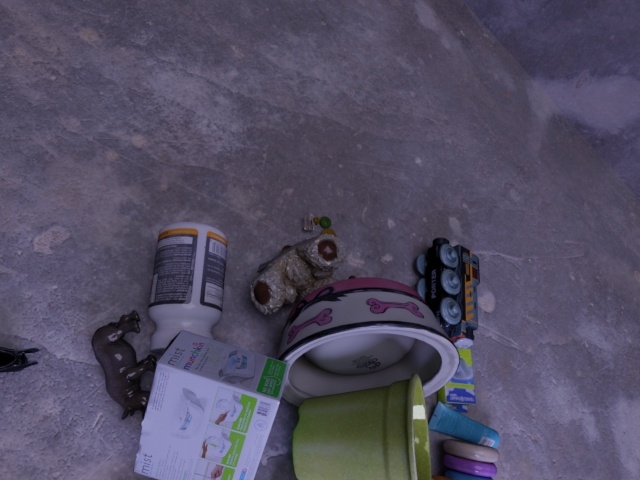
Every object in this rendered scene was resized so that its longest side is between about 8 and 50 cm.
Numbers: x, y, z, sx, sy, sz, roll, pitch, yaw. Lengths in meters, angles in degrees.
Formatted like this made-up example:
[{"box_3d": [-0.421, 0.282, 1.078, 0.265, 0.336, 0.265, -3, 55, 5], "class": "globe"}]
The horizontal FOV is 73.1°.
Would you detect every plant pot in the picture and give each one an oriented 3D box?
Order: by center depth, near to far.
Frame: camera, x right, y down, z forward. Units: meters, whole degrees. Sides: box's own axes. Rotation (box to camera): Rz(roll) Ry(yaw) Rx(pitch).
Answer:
[{"box_3d": [0.087, 0.423, 0.900, 0.253, 0.276, 0.277, -6, 66, 17], "class": "plant pot"}]

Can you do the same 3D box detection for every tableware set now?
[{"box_3d": [0.000, 0.000, 1.245, 0.103, 0.024, 0.154, 1, 68, -28], "class": "tableware set"}]

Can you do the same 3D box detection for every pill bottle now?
[{"box_3d": [-0.299, 0.111, 0.977, 0.162, 0.162, 0.279, 9, 66, -21], "class": "pill bottle"}]

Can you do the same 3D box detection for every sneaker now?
[{"box_3d": [-0.629, 0.227, 0.820, 0.170, 0.089, 0.051, 5, 67, -23], "class": "sneaker"}]

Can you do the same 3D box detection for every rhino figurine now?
[{"box_3d": [-0.403, 0.278, 0.912, 0.106, 0.073, 0.244, -22, 81, -14], "class": "rhino figurine"}]

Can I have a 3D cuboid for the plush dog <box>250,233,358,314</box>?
[{"box_3d": [-0.026, 0.122, 1.114, 0.262, 0.210, 0.226, -34, 101, -2], "class": "plush dog"}]

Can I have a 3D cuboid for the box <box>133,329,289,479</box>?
[{"box_3d": [-0.210, 0.343, 0.835, 0.230, 0.262, 0.127, 17, 18, 0], "class": "box"}]

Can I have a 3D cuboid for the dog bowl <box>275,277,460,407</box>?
[{"box_3d": [0.093, 0.244, 0.985, 0.407, 0.408, 0.151, 13, 42, -19], "class": "dog bowl"}]

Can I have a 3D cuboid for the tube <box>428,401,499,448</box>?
[{"box_3d": [0.398, 0.521, 1.199, 0.206, 0.052, 0.080, 26, 81, -12], "class": "tube"}]

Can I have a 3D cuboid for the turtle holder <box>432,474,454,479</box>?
[{"box_3d": [0.249, 0.688, 0.954, 0.243, 0.227, 0.321, 8, 89, -22], "class": "turtle holder"}]

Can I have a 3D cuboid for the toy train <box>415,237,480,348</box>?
[{"box_3d": [0.391, 0.156, 1.291, 0.190, 0.142, 0.334, 24, 56, -25], "class": "toy train"}]

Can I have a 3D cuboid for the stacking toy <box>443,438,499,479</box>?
[{"box_3d": [0.370, 0.687, 1.081, 0.141, 0.141, 0.331, 16, 70, -18], "class": "stacking toy"}]

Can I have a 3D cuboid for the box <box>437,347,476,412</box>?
[{"box_3d": [0.388, 0.400, 1.248, 0.108, 0.042, 0.179, 11, 65, -20], "class": "box"}]
